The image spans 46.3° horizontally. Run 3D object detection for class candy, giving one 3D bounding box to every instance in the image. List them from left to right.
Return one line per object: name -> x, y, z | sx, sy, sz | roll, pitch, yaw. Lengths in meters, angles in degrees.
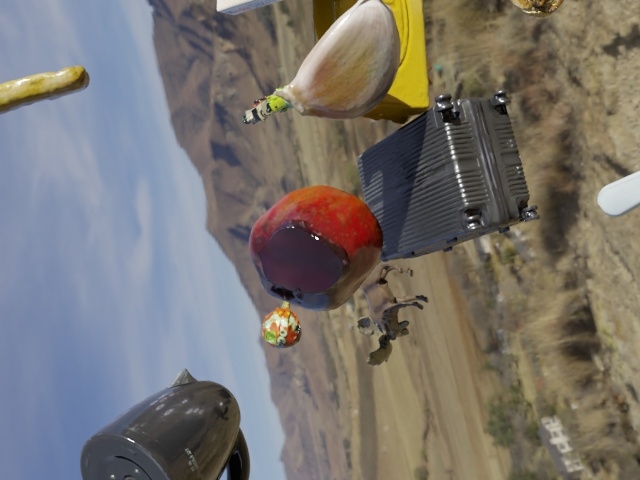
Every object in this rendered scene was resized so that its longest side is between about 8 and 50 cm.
candy -> -0.070, 0.128, 1.672 | 0.288, 0.084, 0.078 | -79, -11, -53

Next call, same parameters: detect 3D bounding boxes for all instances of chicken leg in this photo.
chicken leg -> 0.439, -0.569, 1.672 | 0.251, 0.107, 0.087 | 49, 127, 44

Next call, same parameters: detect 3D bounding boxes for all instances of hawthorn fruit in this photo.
hawthorn fruit -> 0.000, 0.000, 1.277 | 0.250, 0.215, 0.215 | -47, -38, -38

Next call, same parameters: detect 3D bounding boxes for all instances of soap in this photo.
soap -> 0.089, -0.380, 1.326 | 0.096, 0.204, 0.325 | -14, 78, 58

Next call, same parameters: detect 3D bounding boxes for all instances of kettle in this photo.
kettle -> -0.239, 0.386, 1.332 | 0.268, 0.207, 0.290 | 64, -149, -6

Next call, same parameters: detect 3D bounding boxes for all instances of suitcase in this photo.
suitcase -> 0.205, -0.100, 1.317 | 0.335, 0.152, 0.230 | -25, 75, 63

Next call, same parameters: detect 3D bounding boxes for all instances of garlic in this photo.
garlic -> 0.064, -0.295, 1.145 | 0.267, 0.128, 0.148 | -60, -13, 11

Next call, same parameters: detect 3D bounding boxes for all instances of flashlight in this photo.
flashlight -> 0.570, -0.100, 1.293 | 0.093, 0.047, 0.200 | 55, 138, 1

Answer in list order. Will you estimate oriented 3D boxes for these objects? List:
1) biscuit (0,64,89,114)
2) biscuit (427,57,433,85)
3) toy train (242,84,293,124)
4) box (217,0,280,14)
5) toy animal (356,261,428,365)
biscuit -> -0.397, -0.195, 0.998 | 0.174, 0.183, 0.039 | -150, 41, -68
biscuit -> 0.241, -0.452, 1.889 | 0.138, 0.031, 0.205 | 53, -156, -24
toy train -> -0.115, -0.336, 1.846 | 0.249, 0.085, 0.053 | -10, 120, 54
box -> -0.080, -0.536, 1.258 | 0.273, 0.048, 0.265 | 5, 94, 47
toy animal -> 0.138, 0.150, 1.599 | 0.214, 0.186, 0.094 | 63, -156, -6
